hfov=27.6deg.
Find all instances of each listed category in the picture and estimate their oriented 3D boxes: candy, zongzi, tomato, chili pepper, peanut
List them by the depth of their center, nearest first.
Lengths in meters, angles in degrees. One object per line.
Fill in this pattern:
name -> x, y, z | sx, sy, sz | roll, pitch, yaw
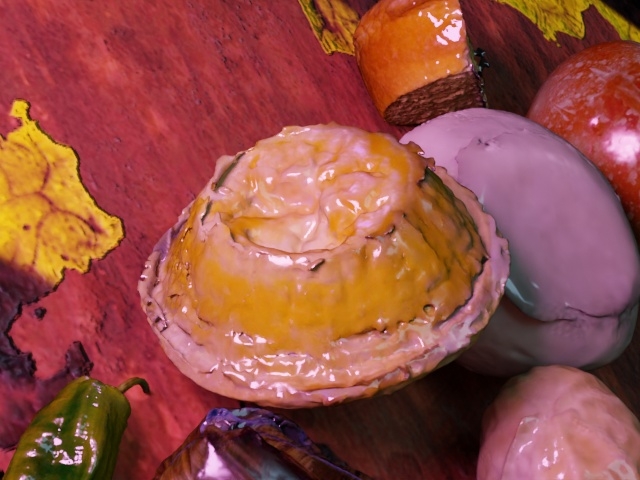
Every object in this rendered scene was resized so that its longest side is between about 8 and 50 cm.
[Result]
chili pepper -> -0.178, 0.148, 0.933 | 0.072, 0.073, 0.204 | 27, 44, -6
zongzi -> 0.028, 0.230, 1.037 | 0.286, 0.138, 0.300 | 40, 17, 9
peanut -> 0.242, 0.273, 1.129 | 0.158, 0.174, 0.340 | -19, 88, -24
candy -> 0.177, 0.005, 1.255 | 0.295, 0.185, 0.295 | 18, 57, -29
tomato -> 0.342, -0.081, 1.441 | 0.270, 0.222, 0.270 | 42, 17, -15

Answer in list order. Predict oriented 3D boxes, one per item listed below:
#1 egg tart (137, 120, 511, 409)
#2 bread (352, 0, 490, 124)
egg tart -> 0.000, 0.000, 1.044 | 0.315, 0.120, 0.315 | -5, 40, 5
bread -> 0.103, -0.193, 1.368 | 0.260, 0.134, 0.129 | 27, 50, -75
